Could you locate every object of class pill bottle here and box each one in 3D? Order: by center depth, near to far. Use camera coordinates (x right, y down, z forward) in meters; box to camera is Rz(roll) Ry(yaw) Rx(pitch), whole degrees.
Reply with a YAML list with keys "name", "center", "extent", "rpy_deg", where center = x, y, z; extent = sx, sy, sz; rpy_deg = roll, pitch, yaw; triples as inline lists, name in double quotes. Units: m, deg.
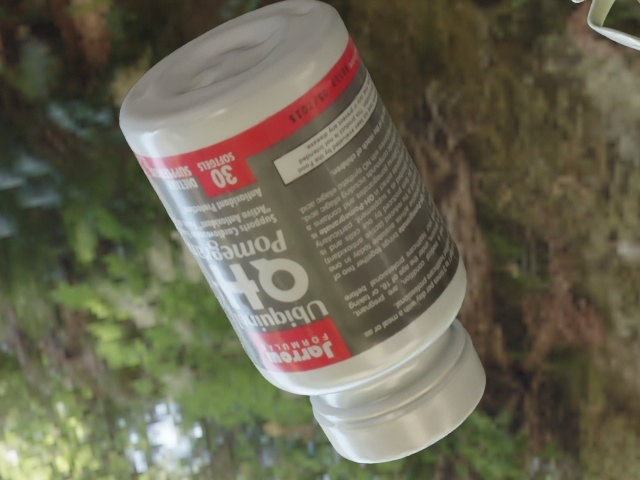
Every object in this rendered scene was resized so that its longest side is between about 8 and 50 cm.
- name: "pill bottle"
  center: [0.000, 0.000, 1.381]
  extent: [0.176, 0.318, 0.176]
  rpy_deg: [-24, -157, 11]

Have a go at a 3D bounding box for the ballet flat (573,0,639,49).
- name: "ballet flat"
  center: [0.234, -0.226, 1.508]
  extent: [0.107, 0.106, 0.316]
  rpy_deg: [20, -158, -37]
